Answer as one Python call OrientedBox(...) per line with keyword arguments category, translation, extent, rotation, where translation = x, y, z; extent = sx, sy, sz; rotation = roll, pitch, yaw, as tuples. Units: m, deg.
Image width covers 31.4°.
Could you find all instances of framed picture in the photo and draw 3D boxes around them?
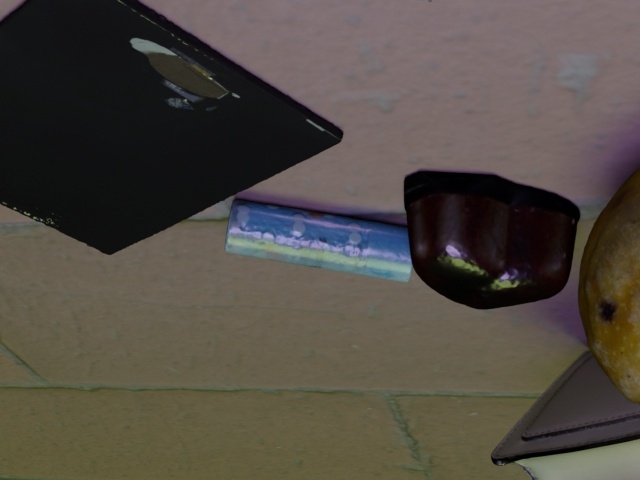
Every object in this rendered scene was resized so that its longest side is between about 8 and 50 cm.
OrientedBox(category="framed picture", translation=(-0.178, -0.081, 0.895), extent=(0.244, 0.013, 0.324), rotation=(29, 145, -34))

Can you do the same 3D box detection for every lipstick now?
OrientedBox(category="lipstick", translation=(0.000, 0.000, 0.959), extent=(0.158, 0.048, 0.048), rotation=(10, 152, -2))

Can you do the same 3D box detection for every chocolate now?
OrientedBox(category="chocolate", translation=(0.124, 0.012, 0.917), extent=(0.149, 0.080, 0.125), rotation=(15, 151, -16))

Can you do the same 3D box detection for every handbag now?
OrientedBox(category="handbag", translation=(0.355, 0.150, 0.958), extent=(0.359, 0.237, 0.160), rotation=(-25, 103, 46))

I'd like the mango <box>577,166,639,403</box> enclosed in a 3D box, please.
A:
OrientedBox(category="mango", translation=(0.315, -0.004, 0.759), extent=(0.177, 0.175, 0.329), rotation=(28, 129, -37))
